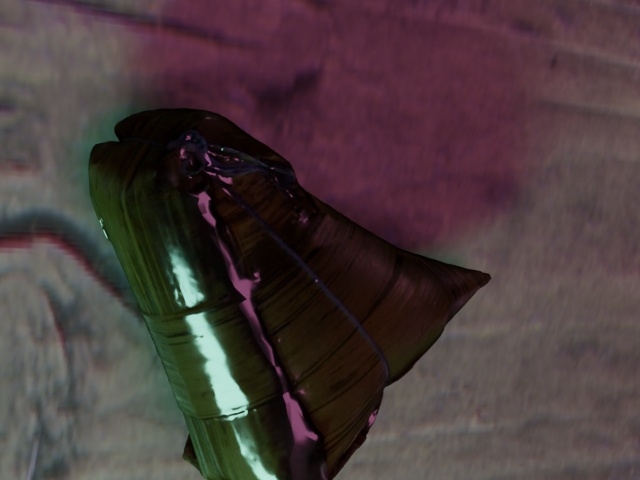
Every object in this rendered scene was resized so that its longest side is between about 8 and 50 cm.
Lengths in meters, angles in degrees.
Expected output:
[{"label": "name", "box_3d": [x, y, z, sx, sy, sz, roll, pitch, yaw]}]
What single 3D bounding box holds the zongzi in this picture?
[{"label": "zongzi", "box_3d": [0.000, 0.000, 0.985, 0.300, 0.138, 0.286, -33, 117, -32]}]
